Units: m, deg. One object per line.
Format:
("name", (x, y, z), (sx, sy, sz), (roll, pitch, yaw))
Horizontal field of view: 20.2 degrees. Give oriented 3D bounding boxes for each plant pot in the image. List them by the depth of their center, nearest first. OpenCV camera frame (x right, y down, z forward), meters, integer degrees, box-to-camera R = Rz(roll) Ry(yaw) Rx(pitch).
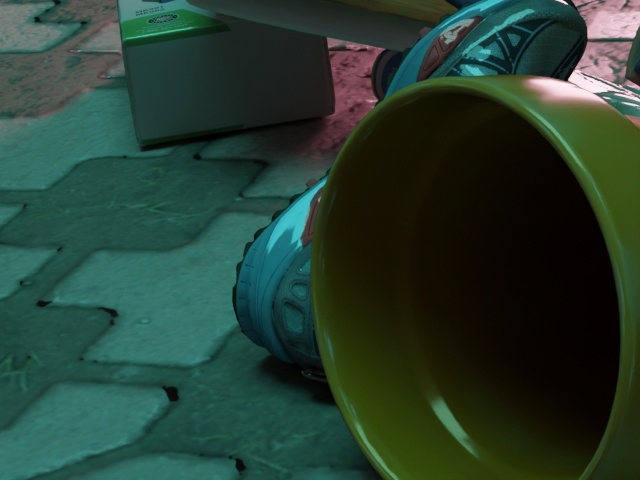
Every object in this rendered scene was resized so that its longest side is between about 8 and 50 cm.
("plant pot", (0.130, 0.020, 0.850), (0.188, 0.205, 0.205), (-8, 19, -39))

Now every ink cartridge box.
("ink cartridge box", (-0.081, -0.162, 1.424), (0.154, 0.093, 0.212), (-10, 23, -3))

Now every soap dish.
("soap dish", (0.017, -0.239, 1.326), (0.229, 0.118, 0.291), (12, 23, -2))

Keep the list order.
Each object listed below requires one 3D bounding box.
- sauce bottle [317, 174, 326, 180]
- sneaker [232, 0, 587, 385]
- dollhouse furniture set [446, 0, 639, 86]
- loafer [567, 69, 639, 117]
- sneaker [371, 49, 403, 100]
("sauce bottle", (0.000, 0.000, 1.101), (0.042, 0.042, 0.128), (-1, 27, 16))
("sneaker", (0.077, -0.021, 0.989), (0.125, 0.104, 0.262), (34, 82, 41))
("dollhouse furniture set", (0.173, -0.259, 1.132), (0.303, 0.286, 0.198), (32, 6, 1))
("loafer", (0.152, -0.051, 1.112), (0.111, 0.112, 0.319), (22, 6, -26))
("sneaker", (0.109, -0.136, 1.355), (0.144, 0.053, 0.059), (-30, 33, -25))
